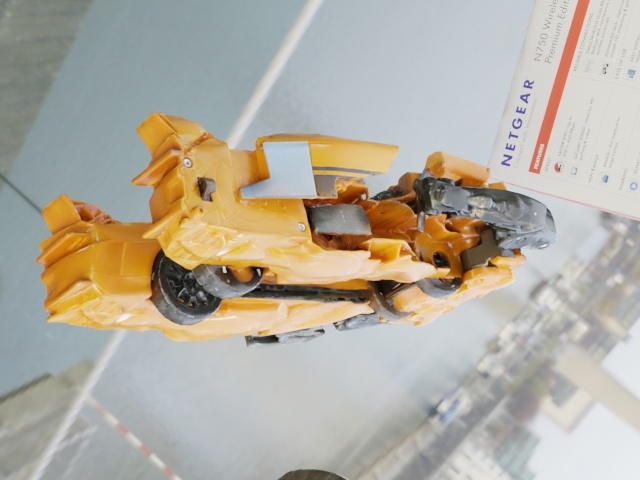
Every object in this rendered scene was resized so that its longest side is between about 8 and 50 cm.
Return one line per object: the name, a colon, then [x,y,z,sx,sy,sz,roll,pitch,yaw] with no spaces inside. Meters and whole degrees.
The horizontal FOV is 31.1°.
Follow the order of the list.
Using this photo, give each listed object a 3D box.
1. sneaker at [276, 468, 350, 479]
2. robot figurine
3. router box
sneaker: [0.046,0.198,0.589,0.081,0.208,0.094,-51,149,-1]
robot figurine: [0.000,0.000,0.670,0.291,0.085,0.211,3,156,-42]
router box: [0.330,-0.176,0.994,0.082,0.301,0.335,10,98,-51]
